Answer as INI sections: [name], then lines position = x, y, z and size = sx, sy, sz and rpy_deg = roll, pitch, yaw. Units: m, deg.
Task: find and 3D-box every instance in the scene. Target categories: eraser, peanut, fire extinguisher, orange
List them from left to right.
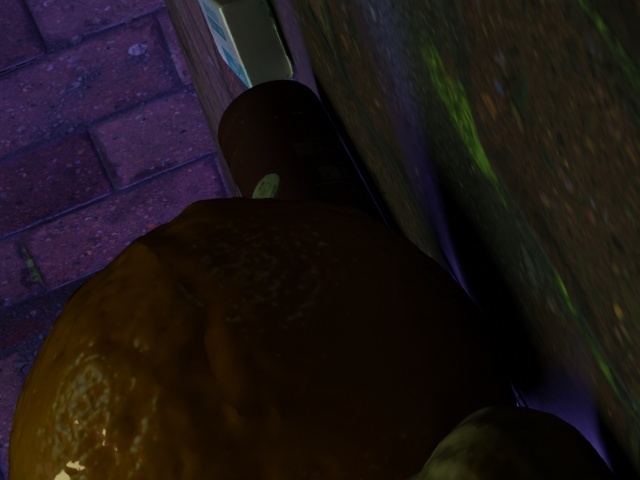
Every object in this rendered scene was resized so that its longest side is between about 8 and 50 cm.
[eraser]
position = -0.082, -0.219, 1.639
size = 0.225, 0.052, 0.095
rpy_deg = -125, 11, -70
[orange]
position = -0.030, 0.146, 1.037
size = 0.293, 0.340, 0.340
rpy_deg = 47, 160, 61
[fire extinguisher]
position = 0.000, 0.000, 1.333
size = 0.138, 0.102, 0.344
rpy_deg = 37, -161, -45
[peanut]
position = 0.113, 0.176, 0.834
size = 0.224, 0.129, 0.129
rpy_deg = -124, 12, -54
